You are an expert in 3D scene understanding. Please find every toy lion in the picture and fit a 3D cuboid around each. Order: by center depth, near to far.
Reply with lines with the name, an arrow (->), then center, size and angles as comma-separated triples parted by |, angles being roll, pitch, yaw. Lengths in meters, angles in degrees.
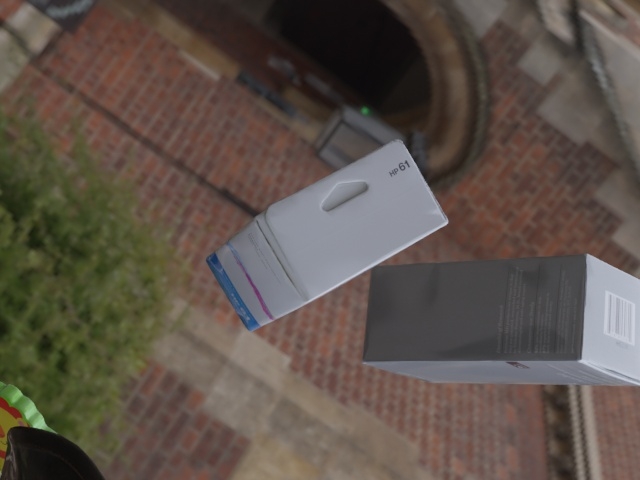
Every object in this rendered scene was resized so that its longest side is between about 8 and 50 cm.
toy lion -> -0.233, 0.155, 1.088 | 0.034, 0.100, 0.096 | -46, 151, -49

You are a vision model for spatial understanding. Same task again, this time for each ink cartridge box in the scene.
ink cartridge box -> 0.000, 0.000, 0.732 | 0.088, 0.052, 0.122 | -29, 178, -19

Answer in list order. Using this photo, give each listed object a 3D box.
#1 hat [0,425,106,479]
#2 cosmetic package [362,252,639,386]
hat -> -0.080, 0.251, 0.844 | 0.134, 0.331, 0.331 | -15, 166, -32
cosmetic package -> 0.167, 0.076, 1.285 | 0.238, 0.127, 0.107 | -8, -109, 41
